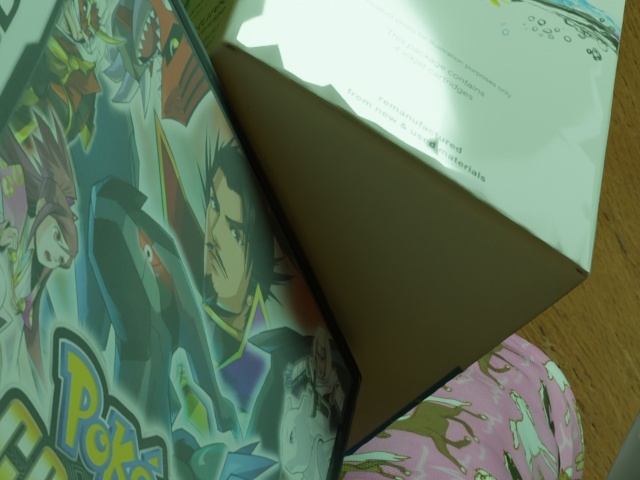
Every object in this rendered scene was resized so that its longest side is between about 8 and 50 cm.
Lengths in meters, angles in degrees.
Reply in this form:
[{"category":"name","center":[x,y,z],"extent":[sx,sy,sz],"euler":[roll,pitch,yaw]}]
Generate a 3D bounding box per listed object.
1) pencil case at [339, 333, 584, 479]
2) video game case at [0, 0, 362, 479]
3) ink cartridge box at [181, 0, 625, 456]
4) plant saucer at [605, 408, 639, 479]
[{"category":"pencil case","center":[0.058,0.152,0.922],"extent":[0.160,0.167,0.386],"euler":[22,14,5]},{"category":"video game case","center":[-0.065,0.034,0.523],"extent":[0.248,0.035,0.275],"euler":[-76,148,-48]},{"category":"ink cartridge box","center":[0.011,-0.067,0.750],"extent":[0.168,0.171,0.232],"euler":[31,44,-16]},{"category":"plant saucer","center":[0.154,0.222,0.795],"extent":[0.101,0.400,0.400],"euler":[22,-2,5]}]
